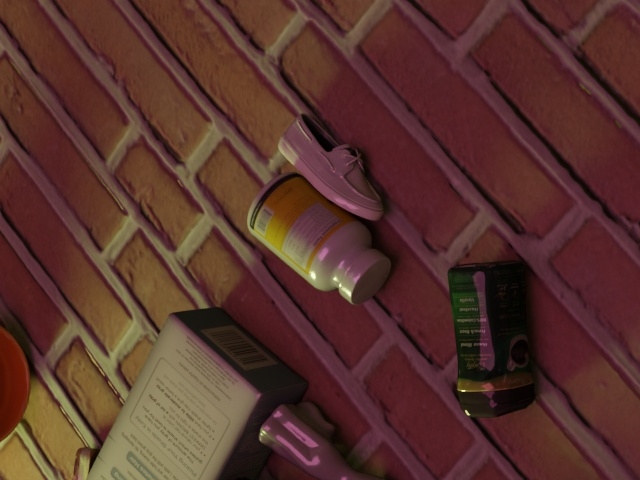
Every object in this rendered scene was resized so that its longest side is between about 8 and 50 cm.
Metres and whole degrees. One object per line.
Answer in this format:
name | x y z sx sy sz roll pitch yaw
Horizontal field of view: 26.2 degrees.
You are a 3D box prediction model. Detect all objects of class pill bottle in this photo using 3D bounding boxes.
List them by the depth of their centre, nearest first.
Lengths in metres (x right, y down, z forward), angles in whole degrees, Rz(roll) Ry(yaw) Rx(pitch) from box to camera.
pill bottle | 0.000 0.000 1.768 0.184 0.103 0.103 39 113 26

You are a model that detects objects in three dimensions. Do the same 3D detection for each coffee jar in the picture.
coffee jar | 0.204 0.118 1.642 0.079 0.096 0.184 -5 89 37

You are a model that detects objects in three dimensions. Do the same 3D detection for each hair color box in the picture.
hair color box | -0.191 0.298 1.907 0.185 0.113 0.374 39 112 26

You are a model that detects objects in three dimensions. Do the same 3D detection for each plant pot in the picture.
plant pot | -0.585 0.225 2.130 0.188 0.205 0.205 -9 87 49

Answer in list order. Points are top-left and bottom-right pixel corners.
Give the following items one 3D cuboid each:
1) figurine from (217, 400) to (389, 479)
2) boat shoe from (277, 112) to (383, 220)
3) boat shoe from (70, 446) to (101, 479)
figurine | -0.018 0.344 1.782 0.209 0.092 0.215 38 83 20
boat shoe | 0.022 -0.098 1.778 0.184 0.066 0.063 46 117 34
boat shoe | -0.355 0.376 2.063 0.045 0.050 0.135 11 88 36
